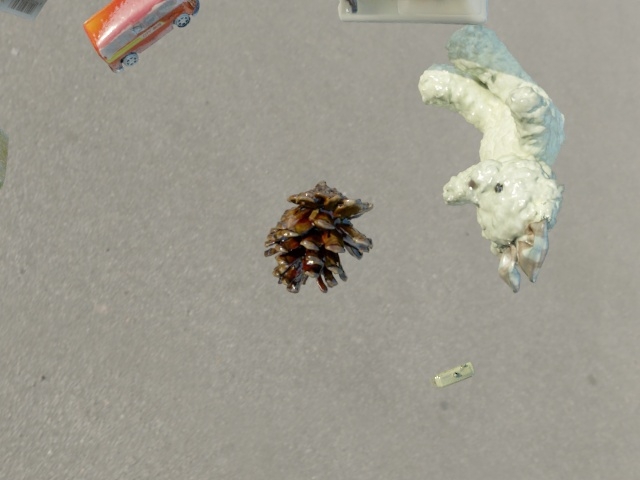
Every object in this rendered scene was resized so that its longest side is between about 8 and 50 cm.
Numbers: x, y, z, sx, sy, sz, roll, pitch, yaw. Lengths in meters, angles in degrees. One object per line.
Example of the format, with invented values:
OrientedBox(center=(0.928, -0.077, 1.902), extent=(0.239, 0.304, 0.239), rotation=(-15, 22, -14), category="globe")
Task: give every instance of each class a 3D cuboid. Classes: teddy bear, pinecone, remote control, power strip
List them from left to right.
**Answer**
OrientedBox(center=(-0.002, -0.003, 1.326), extent=(0.150, 0.195, 0.179), rotation=(42, 6, 13), category="pinecone")
OrientedBox(center=(0.149, -0.432, 1.452), extent=(0.055, 0.313, 0.109), rotation=(-30, 122, -45), category="remote control")
OrientedBox(center=(0.249, 0.259, 1.580), extent=(0.076, 0.169, 0.028), rotation=(-20, 79, 0), category="power strip")
OrientedBox(center=(0.303, -0.151, 1.544), extent=(0.375, 0.327, 0.362), rotation=(38, 58, -2), category="teddy bear")

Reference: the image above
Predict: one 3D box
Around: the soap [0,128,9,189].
OrientedBox(center=(-0.650, -0.206, 1.337), extent=(0.315, 0.091, 0.199), rotation=(50, 9, -36), category="soap")

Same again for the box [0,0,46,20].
OrientedBox(center=(-0.648, -0.505, 1.579), extent=(0.149, 0.067, 0.233), rotation=(39, 13, 10), category="box")

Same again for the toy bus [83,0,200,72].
OrientedBox(center=(-0.271, -0.336, 1.250), extent=(0.079, 0.174, 0.077), rotation=(59, 8, 20), category="toy bus")
